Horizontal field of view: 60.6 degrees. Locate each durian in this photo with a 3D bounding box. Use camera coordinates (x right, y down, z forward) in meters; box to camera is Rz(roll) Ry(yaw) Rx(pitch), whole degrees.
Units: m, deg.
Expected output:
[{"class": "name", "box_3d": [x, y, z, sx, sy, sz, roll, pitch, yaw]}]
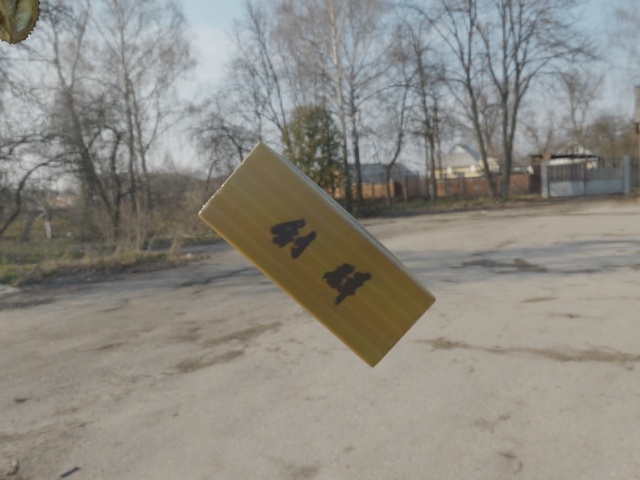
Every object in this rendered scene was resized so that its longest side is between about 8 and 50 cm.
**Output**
[{"class": "durian", "box_3d": [-0.485, -0.364, 0.806, 0.071, 0.140, 0.110, 25, 48, 38]}]

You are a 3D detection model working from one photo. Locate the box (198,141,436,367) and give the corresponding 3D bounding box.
[{"class": "box", "box_3d": [-0.001, 0.000, 0.456, 0.070, 0.152, 0.237, -49, 2, 6]}]
